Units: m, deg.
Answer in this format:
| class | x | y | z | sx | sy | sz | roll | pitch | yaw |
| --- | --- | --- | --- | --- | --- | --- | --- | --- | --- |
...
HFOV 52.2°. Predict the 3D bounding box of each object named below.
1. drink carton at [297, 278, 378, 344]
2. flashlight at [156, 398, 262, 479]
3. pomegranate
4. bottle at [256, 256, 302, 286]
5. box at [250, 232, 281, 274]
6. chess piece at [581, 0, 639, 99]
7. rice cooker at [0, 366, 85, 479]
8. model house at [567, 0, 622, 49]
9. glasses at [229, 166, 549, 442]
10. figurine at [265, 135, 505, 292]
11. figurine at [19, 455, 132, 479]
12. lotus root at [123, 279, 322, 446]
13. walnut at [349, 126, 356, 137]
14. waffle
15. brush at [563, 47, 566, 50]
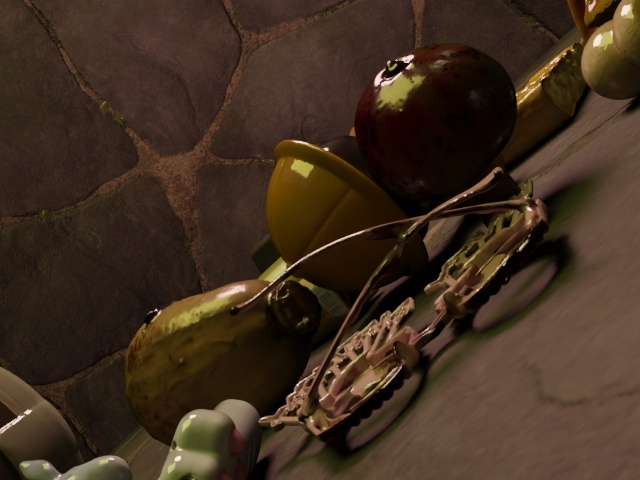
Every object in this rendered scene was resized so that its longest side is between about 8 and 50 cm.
| class | x | y | z | sx | sy | sz | roll | pitch | yaw |
| --- | --- | --- | --- | --- | --- | --- | --- | --- | --- |
| drink carton | -0.015 | 0.087 | 0.798 | 0.084 | 0.074 | 0.200 | -42 | -1 | -41 |
| flashlight | -0.065 | 0.148 | 0.427 | 0.200 | 0.047 | 0.093 | 80 | -162 | -85 |
| pomegranate | 0.095 | -0.075 | 0.523 | 0.129 | 0.159 | 0.129 | -16 | 10 | 3 |
| bottle | -0.058 | 0.094 | 1.105 | 0.260 | 0.112 | 0.112 | -42 | 1 | -8 |
| box | 0.000 | 0.000 | 1.343 | 0.220 | 0.166 | 0.290 | -42 | 2 | -42 |
| chess piece | 0.271 | -0.170 | 0.498 | 0.094 | 0.094 | 0.170 | -43 | -7 | -24 |
| rice cooker | -0.442 | 0.314 | 0.708 | 0.335 | 0.335 | 0.325 | -42 | 1 | 25 |
| model house | 0.494 | -0.448 | 1.136 | 0.268 | 0.173 | 0.239 | -40 | -32 | -53 |
| glasses | 0.041 | 0.033 | 0.428 | 0.255 | 0.095 | 0.162 | -40 | -7 | 4 |
| figurine | 0.070 | -0.043 | 0.665 | 0.256 | 0.167 | 0.192 | -18 | -12 | -18 |
| figurine | -0.227 | 0.260 | 0.520 | 0.208 | 0.128 | 0.184 | -51 | 5 | -11 |
| lotus root | -0.111 | 0.124 | 0.660 | 0.256 | 0.154 | 0.140 | -38 | -3 | 27 |
| walnut | 0.144 | -0.148 | 1.128 | 0.213 | 0.213 | 0.213 | -43 | 1 | 1 |
| waffle | 0.270 | -0.165 | 0.863 | 0.168 | 0.057 | 0.274 | -43 | 0 | 38 |
| brush | 0.478 | -0.347 | 1.261 | 0.027 | 0.034 | 0.190 | -30 | 8 | 34 |
